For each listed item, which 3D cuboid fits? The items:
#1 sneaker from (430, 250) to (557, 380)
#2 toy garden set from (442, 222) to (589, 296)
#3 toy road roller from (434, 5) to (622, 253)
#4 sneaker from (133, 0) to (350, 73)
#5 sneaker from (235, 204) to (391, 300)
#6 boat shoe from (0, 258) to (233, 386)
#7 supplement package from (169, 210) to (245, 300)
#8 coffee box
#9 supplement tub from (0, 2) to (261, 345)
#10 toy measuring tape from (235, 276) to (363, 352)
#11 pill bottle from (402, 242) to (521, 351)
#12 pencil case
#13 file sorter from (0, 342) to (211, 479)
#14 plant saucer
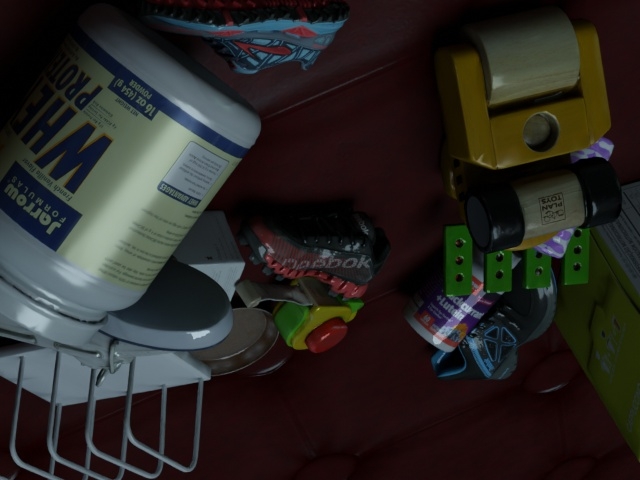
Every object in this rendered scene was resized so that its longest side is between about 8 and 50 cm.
[{"bbox_3d":[0.293,0.136,2.060,0.139,0.125,0.341,-7,139,-22],"label":"sneaker"},{"bbox_3d":[0.294,-0.027,1.866,0.244,0.049,0.204,-4,100,-19],"label":"toy garden set"},{"bbox_3d":[0.257,-0.148,1.676,0.202,0.240,0.330,-14,105,-14],"label":"toy road roller"},{"bbox_3d":[-0.095,-0.238,1.404,0.261,0.104,0.125,0,139,-29],"label":"sneaker"},{"bbox_3d":[0.000,0.000,1.751,0.135,0.098,0.276,-43,142,24],"label":"sneaker"},{"bbox_3d":[-0.275,0.111,1.537,0.367,0.136,0.156,7,129,17],"label":"boat shoe"},{"bbox_3d":[-0.212,0.032,1.664,0.179,0.105,0.105,-3,139,-27],"label":"supplement package"},{"bbox_3d":[0.623,0.112,2.038,0.334,0.338,0.338,-16,142,-11],"label":"coffee box"},{"bbox_3d":[-0.245,-0.070,1.350,0.325,0.235,0.235,-53,138,6],"label":"supplement tub"},{"bbox_3d":[-0.046,0.110,1.808,0.121,0.121,0.330,-42,157,22],"label":"toy measuring tape"},{"bbox_3d":[0.230,0.075,1.952,0.108,0.108,0.193,26,108,-46],"label":"pill bottle"},{"bbox_3d":[0.358,-0.076,1.806,0.088,0.086,0.206,23,91,-6],"label":"pencil case"},{"bbox_3d":[-0.326,0.247,1.730,0.277,0.173,0.193,-13,149,23],"label":"file sorter"},{"bbox_3d":[-0.148,0.151,1.909,0.168,0.029,0.168,-16,143,-12],"label":"plant saucer"}]
